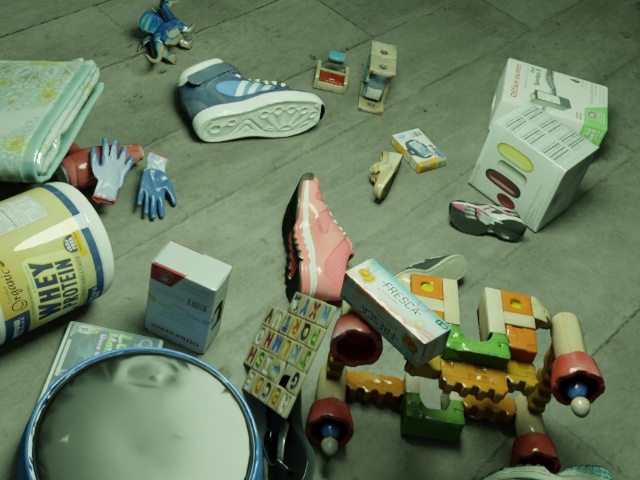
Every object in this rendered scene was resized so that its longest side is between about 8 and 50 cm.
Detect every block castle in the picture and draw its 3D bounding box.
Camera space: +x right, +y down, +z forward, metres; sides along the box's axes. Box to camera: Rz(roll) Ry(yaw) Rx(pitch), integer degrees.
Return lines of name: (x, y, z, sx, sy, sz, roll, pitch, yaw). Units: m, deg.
block castle: (0.220, 0.251, 1.573, 0.453, 0.303, 0.213, 11, 39, -5)

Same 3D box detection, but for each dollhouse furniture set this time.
dollhouse furniture set: (0.083, -0.414, 2.304, 0.183, 0.129, 0.129, 12, 45, -5)

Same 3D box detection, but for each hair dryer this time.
hair dryer: (-0.522, -0.195, 1.964, 0.293, 0.080, 0.223, 8, 44, -8)

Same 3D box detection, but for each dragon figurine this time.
dragon figurine: (-0.404, -0.509, 2.299, 0.144, 0.085, 0.289, 23, 45, 8)

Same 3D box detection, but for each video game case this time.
video game case: (-0.381, 0.234, 1.623, 0.173, 0.022, 0.190, 13, 45, -3)

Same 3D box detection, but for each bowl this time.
bowl: (-0.281, 0.340, 1.487, 0.391, 0.077, 0.391, 8, 50, -10)

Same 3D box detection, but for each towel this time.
towel: (-0.656, -0.255, 1.935, 0.320, 0.090, 0.374, 2, 43, 14)

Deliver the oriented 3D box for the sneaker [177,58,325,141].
sneaker: (-0.173, -0.357, 2.178, 0.322, 0.130, 0.236, -11, 54, -17)

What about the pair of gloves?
pair of gloves: (-0.386, -0.127, 1.922, 0.198, 0.023, 0.159, 18, 59, -29)

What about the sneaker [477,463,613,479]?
sneaker: (0.375, 0.448, 1.559, 0.283, 0.110, 0.122, 0, 54, -12)

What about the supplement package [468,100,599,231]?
supplement package: (0.484, -0.171, 2.127, 0.203, 0.194, 0.149, 40, 49, 24)

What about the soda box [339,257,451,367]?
soda box: (0.113, 0.109, 1.430, 0.063, 0.058, 0.183, -25, 53, -33)

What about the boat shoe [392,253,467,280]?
boat shoe: (0.205, 0.081, 1.918, 0.206, 0.075, 0.065, -21, 12, -24)

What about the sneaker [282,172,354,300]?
sneaker: (0.000, 0.001, 1.909, 0.136, 0.116, 0.314, 11, 52, -17)

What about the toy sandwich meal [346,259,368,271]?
toy sandwich meal: (0.083, 0.075, 1.896, 0.085, 0.029, 0.085, 8, 45, -8)

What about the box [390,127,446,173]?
box: (0.229, -0.221, 2.227, 0.081, 0.028, 0.136, -18, 55, -29)

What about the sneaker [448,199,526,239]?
sneaker: (0.369, -0.053, 2.084, 0.178, 0.072, 0.077, 18, 32, -8)

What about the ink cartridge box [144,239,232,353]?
ink cartridge box: (-0.242, 0.104, 1.680, 0.127, 0.175, 0.072, 23, 42, 7)

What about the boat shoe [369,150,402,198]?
boat shoe: (0.140, -0.151, 2.115, 0.059, 0.063, 0.170, 19, 35, 8)

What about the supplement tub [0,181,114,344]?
supplement tub: (-0.545, 0.052, 1.611, 0.316, 0.228, 0.228, -28, 59, -35)

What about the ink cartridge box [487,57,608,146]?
ink cartridge box: (0.581, -0.333, 2.368, 0.273, 0.115, 0.198, 17, 45, 2)

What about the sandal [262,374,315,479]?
sandal: (-0.068, 0.332, 1.559, 0.054, 0.097, 0.254, 30, 27, -29)

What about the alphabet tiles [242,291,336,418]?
alphabet tiles: (-0.066, 0.185, 1.609, 0.009, 0.198, 0.237, 27, -6, -26)
